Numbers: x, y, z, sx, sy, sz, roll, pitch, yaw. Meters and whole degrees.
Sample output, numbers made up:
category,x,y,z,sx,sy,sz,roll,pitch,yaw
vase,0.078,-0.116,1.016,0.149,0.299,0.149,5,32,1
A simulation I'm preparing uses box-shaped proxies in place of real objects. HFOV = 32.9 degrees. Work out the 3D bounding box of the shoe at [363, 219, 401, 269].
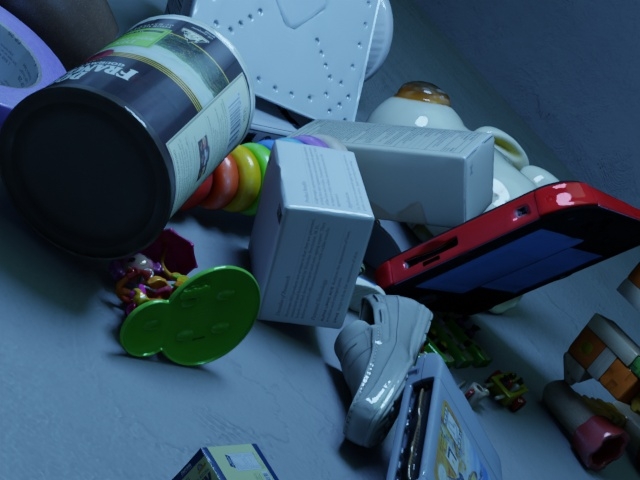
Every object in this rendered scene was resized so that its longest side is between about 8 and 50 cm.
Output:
category,x,y,z,sx,sy,sz,roll,pitch,yaw
shoe,0.084,-0.018,1.835,0.178,0.063,0.081,43,26,18

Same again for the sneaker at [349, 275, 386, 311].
category,x,y,z,sx,sy,sz,roll,pitch,yaw
sneaker,0.032,0.050,1.619,0.152,0.058,0.084,19,37,-31

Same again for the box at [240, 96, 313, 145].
category,x,y,z,sx,sy,sz,roll,pitch,yaw
box,-0.130,-0.202,1.807,0.169,0.087,0.290,49,23,22

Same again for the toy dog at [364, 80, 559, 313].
category,x,y,z,sx,sy,sz,roll,pitch,yaw
toy dog,0.233,-0.101,2.008,0.395,0.284,0.408,7,34,-51

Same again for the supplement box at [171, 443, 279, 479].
category,x,y,z,sx,sy,sz,roll,pitch,yaw
supplement box,-0.084,0.245,1.036,0.083,0.056,0.083,10,36,-53

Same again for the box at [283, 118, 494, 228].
category,x,y,z,sx,sy,sz,roll,pitch,yaw
box,0.108,-0.111,1.727,0.311,0.121,0.148,8,23,26

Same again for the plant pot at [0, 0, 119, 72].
category,x,y,z,sx,sy,sz,roll,pitch,yaw
plant pot,-0.398,-0.345,1.512,0.230,0.215,0.215,46,16,-27

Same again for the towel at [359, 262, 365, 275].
category,x,y,z,sx,sy,sz,roll,pitch,yaw
towel,0.000,0.000,1.710,0.148,0.027,0.110,24,26,-33

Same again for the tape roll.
category,x,y,z,sx,sy,sz,roll,pitch,yaw
tape roll,-0.439,-0.212,1.298,0.275,0.090,0.274,34,23,-16

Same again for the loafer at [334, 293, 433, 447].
category,x,y,z,sx,sy,sz,roll,pitch,yaw
loafer,0.067,0.161,1.414,0.112,0.112,0.319,21,23,5

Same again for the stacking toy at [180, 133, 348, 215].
category,x,y,z,sx,sy,sz,roll,pitch,yaw
stacking toy,-0.106,-0.093,1.552,0.330,0.141,0.141,0,44,-46

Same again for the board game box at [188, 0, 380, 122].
category,x,y,z,sx,sy,sz,roll,pitch,yaw
board game box,-0.052,-0.416,1.789,0.050,0.389,0.390,6,-8,44

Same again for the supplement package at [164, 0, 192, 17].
category,x,y,z,sx,sy,sz,roll,pitch,yaw
supplement package,-0.140,-0.403,1.974,0.262,0.145,0.204,10,25,-18

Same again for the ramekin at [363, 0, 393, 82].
category,x,y,z,sx,sy,sz,roll,pitch,yaw
ramekin,0.015,-0.464,2.354,0.273,0.273,0.127,48,34,18

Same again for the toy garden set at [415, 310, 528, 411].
category,x,y,z,sx,sy,sz,roll,pitch,yaw
toy garden set,0.218,0.180,1.691,0.204,0.049,0.244,51,23,26

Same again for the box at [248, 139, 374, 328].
category,x,y,z,sx,sy,sz,roll,pitch,yaw
box,-0.018,-0.009,1.443,0.119,0.181,0.181,8,31,-13

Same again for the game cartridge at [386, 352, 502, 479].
category,x,y,z,sx,sy,sz,roll,pitch,yaw
game cartridge,0.148,0.286,1.233,0.198,0.062,0.297,56,25,-19

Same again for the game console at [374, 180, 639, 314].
category,x,y,z,sx,sy,sz,roll,pitch,yaw
game console,0.309,0.029,1.705,0.342,0.387,0.060,17,55,-49

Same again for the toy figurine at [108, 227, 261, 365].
category,x,y,z,sx,sy,sz,roll,pitch,yaw
toy figurine,-0.182,0.050,1.232,0.173,0.130,0.159,-11,36,-34

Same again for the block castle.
category,x,y,z,sx,sy,sz,roll,pitch,yaw
block castle,0.614,0.194,1.785,0.303,0.453,0.213,20,23,-42

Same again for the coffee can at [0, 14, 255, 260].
category,x,y,z,sx,sy,sz,roll,pitch,yaw
coffee can,-0.214,-0.127,1.259,0.201,0.201,0.275,39,31,-5
